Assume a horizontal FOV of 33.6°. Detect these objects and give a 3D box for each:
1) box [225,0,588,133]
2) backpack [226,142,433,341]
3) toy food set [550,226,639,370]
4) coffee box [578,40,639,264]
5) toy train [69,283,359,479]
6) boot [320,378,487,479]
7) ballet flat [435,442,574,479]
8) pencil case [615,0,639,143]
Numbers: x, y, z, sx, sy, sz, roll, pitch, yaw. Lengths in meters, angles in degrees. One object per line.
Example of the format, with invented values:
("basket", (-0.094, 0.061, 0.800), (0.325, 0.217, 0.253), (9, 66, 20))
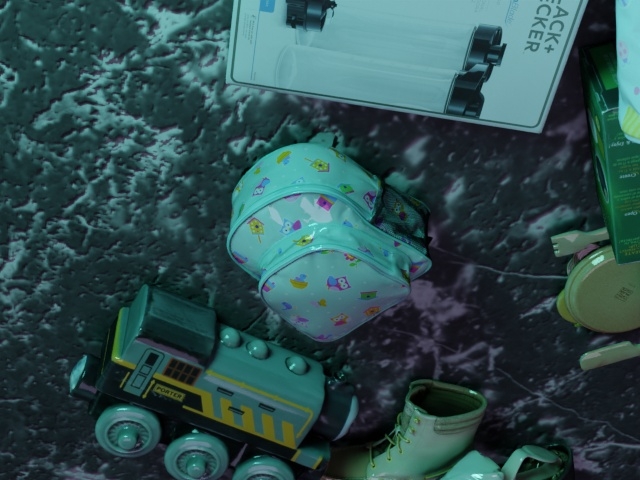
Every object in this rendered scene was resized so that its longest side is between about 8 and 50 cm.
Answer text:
("box", (0.072, -0.203, 0.914), (0.289, 0.087, 0.169), (9, 131, -4))
("backpack", (0.000, 0.000, 1.064), (0.188, 0.144, 0.166), (39, 128, -23))
("toy food set", (0.322, 0.048, 1.158), (0.132, 0.038, 0.192), (-15, 124, 8))
("coffee box", (0.279, -0.081, 0.993), (0.040, 0.113, 0.184), (-11, 128, 9))
("toy train", (-0.119, 0.185, 1.243), (0.333, 0.142, 0.190), (24, 119, -16))
("boot", (0.095, 0.247, 1.315), (0.213, 0.077, 0.165), (-1, 132, -4))
("ballet flat", (0.209, 0.298, 1.292), (0.280, 0.095, 0.096), (-7, 120, -41))
("pencil case", (0.272, -0.207, 0.802), (0.124, 0.113, 0.273), (-3, 111, 29))
